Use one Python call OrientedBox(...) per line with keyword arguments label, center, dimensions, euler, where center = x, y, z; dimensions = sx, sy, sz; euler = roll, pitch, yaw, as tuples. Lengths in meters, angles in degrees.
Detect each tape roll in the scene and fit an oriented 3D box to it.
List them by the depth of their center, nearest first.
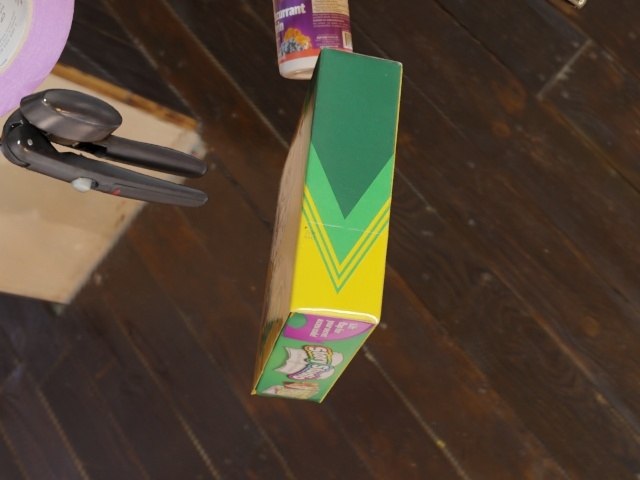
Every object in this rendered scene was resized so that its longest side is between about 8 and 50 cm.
OrientedBox(label="tape roll", center=(-0.377, -0.231, 1.042), dimensions=(0.275, 0.275, 0.090), euler=(-51, 48, 14))

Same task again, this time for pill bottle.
OrientedBox(label="pill bottle", center=(-0.014, -0.334, 1.581), dimensions=(0.108, 0.108, 0.193), euler=(-7, 88, 34))

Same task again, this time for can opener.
OrientedBox(label="can opener", center=(-0.152, -0.057, 0.814), dimensions=(0.073, 0.186, 0.059), euler=(-4, 72, 39))

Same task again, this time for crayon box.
OrientedBox(label="crayon box", center=(0.000, 0.000, 1.335), dimensions=(0.106, 0.363, 0.313), euler=(10, 67, -6))

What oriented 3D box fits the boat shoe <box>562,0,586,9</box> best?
OrientedBox(label="boat shoe", center=(0.211, -0.346, 1.309), dimensions=(0.109, 0.305, 0.091), euler=(40, 119, 56))
